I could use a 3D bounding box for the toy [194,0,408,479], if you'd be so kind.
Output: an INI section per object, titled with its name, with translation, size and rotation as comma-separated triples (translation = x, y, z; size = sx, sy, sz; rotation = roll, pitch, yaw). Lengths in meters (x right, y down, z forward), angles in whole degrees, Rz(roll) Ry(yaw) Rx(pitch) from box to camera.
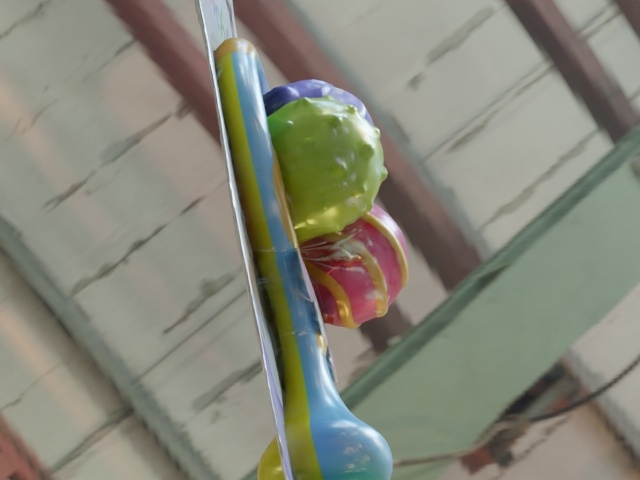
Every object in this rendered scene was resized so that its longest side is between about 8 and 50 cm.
[toy]
translation = 0.000, 0.000, 0.640
size = 0.056, 0.137, 0.237
rotation = -9, -127, 3
